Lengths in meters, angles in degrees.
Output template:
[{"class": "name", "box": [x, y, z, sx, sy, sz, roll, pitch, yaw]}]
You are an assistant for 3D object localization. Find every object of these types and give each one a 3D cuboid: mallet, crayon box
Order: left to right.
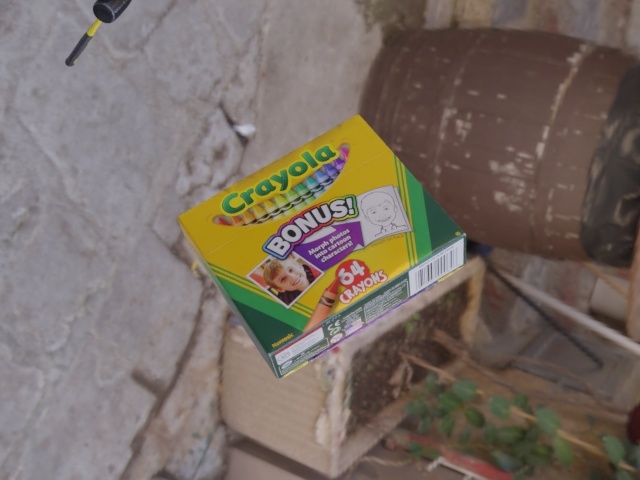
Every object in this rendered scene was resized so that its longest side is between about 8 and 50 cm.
[{"class": "mallet", "box": [-0.335, -0.320, 1.413, 0.039, 0.190, 0.062, 39, 57, -15]}, {"class": "crayon box", "box": [0.000, 0.000, 1.550, 0.363, 0.313, 0.106, -31, 149, -11]}]
